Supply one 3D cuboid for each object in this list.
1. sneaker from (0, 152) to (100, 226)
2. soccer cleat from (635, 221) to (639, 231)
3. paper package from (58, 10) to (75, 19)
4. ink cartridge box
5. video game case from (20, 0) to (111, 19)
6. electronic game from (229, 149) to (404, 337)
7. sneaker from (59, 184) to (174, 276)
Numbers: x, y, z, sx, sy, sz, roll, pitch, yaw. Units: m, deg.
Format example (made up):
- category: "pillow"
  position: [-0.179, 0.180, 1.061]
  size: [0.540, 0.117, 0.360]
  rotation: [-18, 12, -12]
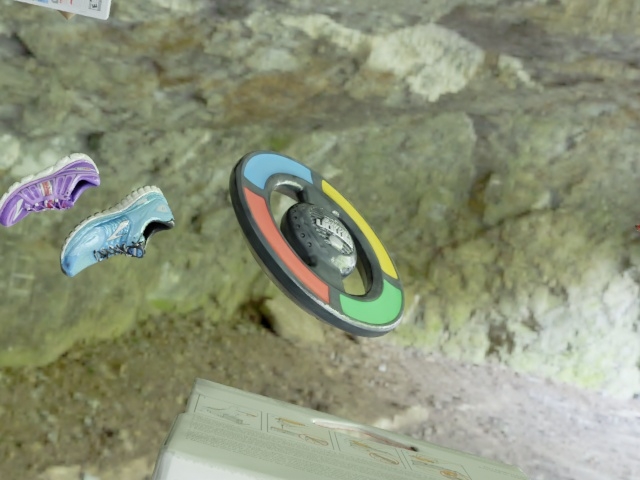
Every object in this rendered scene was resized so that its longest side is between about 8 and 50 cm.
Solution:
- category: "sneaker"
  position: [-0.415, -0.069, 1.450]
  size: [0.170, 0.071, 0.068]
  rotation: [-33, -14, -12]
- category: "soccer cleat"
  position: [0.262, 0.002, 0.680]
  size: [0.083, 0.029, 0.036]
  rotation: [33, -9, -25]
- category: "paper package"
  position: [-0.332, -0.562, 1.506]
  size: [0.325, 0.309, 0.168]
  rotation: [-21, -46, 37]
- category: "ink cartridge box"
  position: [0.034, 0.185, 0.676]
  size: [0.296, 0.066, 0.261]
  rotation: [16, -1, -4]
- category: "video game case"
  position: [-0.232, -0.240, 0.791]
  size: [0.122, 0.087, 0.011]
  rotation: [11, 24, -9]
- category: "electronic game"
  position: [0.000, 0.000, 0.952]
  size: [0.229, 0.048, 0.229]
  rotation: [38, 27, -23]
- category: "sneaker"
  position: [-0.257, -0.003, 1.208]
  size: [0.073, 0.162, 0.063]
  rotation: [50, -15, 15]
